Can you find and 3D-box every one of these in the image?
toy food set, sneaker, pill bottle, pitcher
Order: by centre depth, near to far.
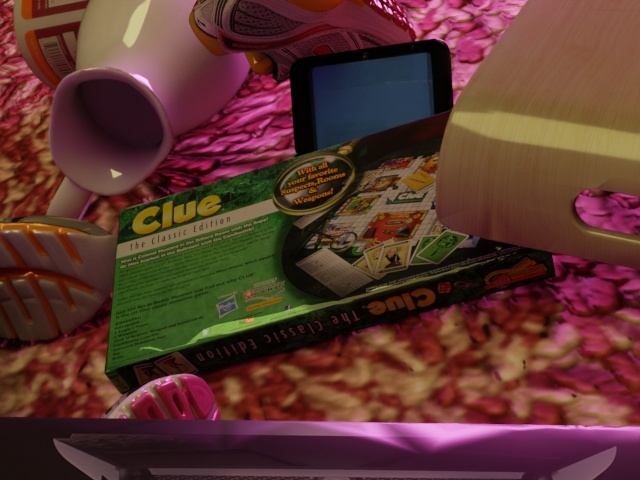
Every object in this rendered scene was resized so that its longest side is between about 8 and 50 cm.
[{"bbox_3d":[-0.117,0.122,0.697,0.075,0.063,0.170,-10,25,41],"label":"sneaker"},{"bbox_3d":[0.223,-0.087,0.778,0.220,0.092,0.306,13,44,25],"label":"toy food set"},{"bbox_3d":[-0.219,0.019,0.931,0.215,0.084,0.083,-10,25,24],"label":"sneaker"},{"bbox_3d":[-0.013,-0.161,0.997,0.093,0.225,0.088,-44,66,23],"label":"sneaker"},{"bbox_3d":[-0.132,-0.111,1.025,0.178,0.125,0.207,-50,12,40],"label":"pitcher"},{"bbox_3d":[-0.137,-0.194,1.182,0.221,0.121,0.121,-5,34,30],"label":"pill bottle"}]

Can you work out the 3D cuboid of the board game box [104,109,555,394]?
[{"bbox_3d":[0.000,0.000,0.822,0.259,0.030,0.136,-16,46,14],"label":"board game box"}]

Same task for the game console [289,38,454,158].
[{"bbox_3d":[0.020,-0.067,0.904,0.122,0.071,0.107,-4,34,33],"label":"game console"}]

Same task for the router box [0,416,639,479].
[{"bbox_3d":[0.006,0.159,0.405,0.309,0.081,0.243,1,34,-1],"label":"router box"}]
